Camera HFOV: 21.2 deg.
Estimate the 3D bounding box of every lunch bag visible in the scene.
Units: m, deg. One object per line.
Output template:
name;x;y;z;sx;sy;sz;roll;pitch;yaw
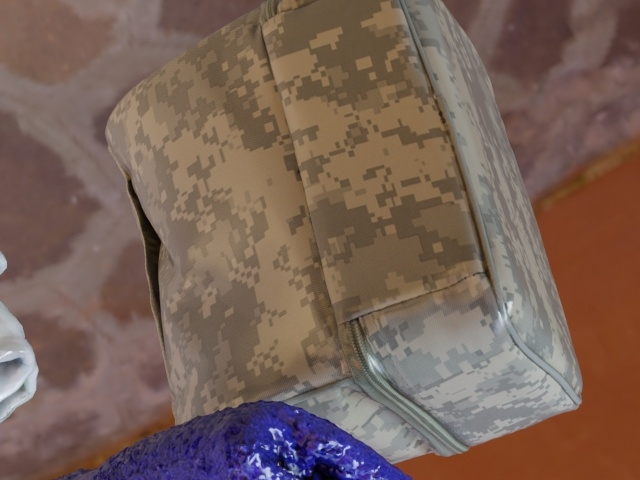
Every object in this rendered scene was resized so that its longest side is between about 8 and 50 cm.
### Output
lunch bag;0.000;0.000;1.103;0.256;0.305;0.212;-21;152;14

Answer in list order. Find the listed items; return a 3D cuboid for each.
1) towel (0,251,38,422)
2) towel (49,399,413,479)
towel;-0.338;0.045;0.701;0.320;0.374;0.090;-44;148;-21
towel;-0.028;0.185;0.834;0.227;0.076;0.308;37;148;-16
